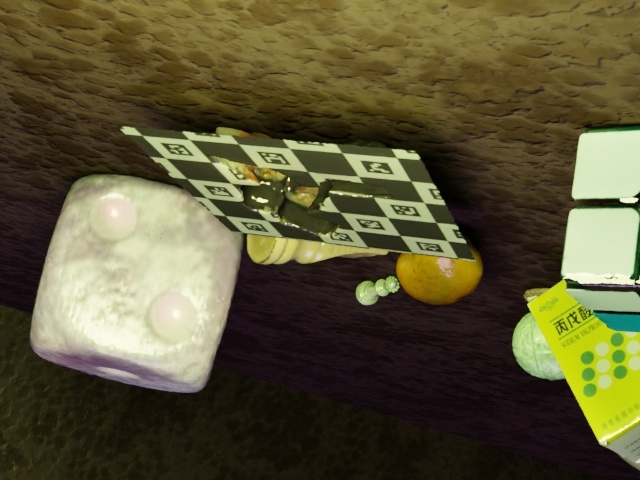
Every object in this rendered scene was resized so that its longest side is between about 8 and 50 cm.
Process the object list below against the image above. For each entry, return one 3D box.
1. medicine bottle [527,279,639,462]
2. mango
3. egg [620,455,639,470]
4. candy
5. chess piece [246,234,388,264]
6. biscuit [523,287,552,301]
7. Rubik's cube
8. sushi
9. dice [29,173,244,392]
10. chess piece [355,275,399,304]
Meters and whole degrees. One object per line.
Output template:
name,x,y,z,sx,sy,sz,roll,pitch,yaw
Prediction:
medicine bottle,0.406,0.159,1.582,0.137,0.250,0.141,-39,140,21
mango,0.174,0.037,1.667,0.115,0.090,0.178,22,155,-8
egg,0.605,0.265,1.837,0.352,0.258,0.258,7,165,-10
candy,0.500,0.135,1.748,0.440,0.119,0.119,-10,156,28
chess piece,0.000,0.000,1.691,0.200,0.090,0.090,8,169,-31
biscuit,0.381,0.096,1.849,0.120,0.015,0.120,11,164,3
Rubik's cube,0.360,-0.008,1.194,0.167,0.180,0.183,0,159,34
sushi,-0.007,-0.079,1.422,0.359,0.064,0.343,7,162,22
dice,-0.270,0.068,1.744,0.270,0.271,0.270,14,164,-7
chess piece,0.099,0.081,1.961,0.042,0.042,0.093,19,158,-25
